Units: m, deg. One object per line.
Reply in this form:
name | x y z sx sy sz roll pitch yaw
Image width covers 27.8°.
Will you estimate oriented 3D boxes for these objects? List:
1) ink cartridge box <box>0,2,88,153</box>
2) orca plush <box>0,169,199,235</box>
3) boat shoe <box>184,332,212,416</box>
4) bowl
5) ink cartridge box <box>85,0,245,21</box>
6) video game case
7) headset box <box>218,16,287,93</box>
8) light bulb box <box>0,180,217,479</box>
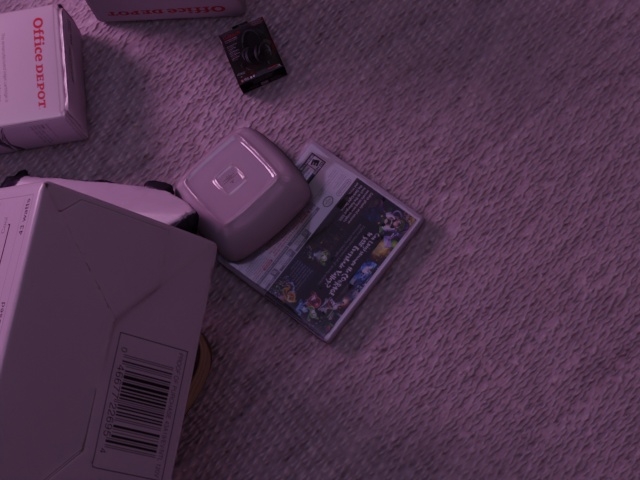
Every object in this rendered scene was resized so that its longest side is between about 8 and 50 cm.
ink cartridge box | -0.409 -0.194 1.619 0.218 0.092 0.158 -9 74 7
orca plush | -0.269 -0.008 1.547 0.287 0.151 0.102 5 112 16
boat shoe | -0.233 0.239 1.460 0.123 0.123 0.342 25 79 13
bowl | -0.099 -0.064 1.548 0.142 0.053 0.142 -41 61 -4
ink cartridge box | -0.208 -0.411 1.559 0.198 0.270 0.197 -2 73 7
video game case | 0.000 0.000 1.549 0.173 0.022 0.190 36 81 15
headset box | -0.086 -0.236 1.619 0.062 0.032 0.083 -23 75 1
light bulb box | -0.333 0.147 1.362 0.361 0.225 0.358 -4 70 47
